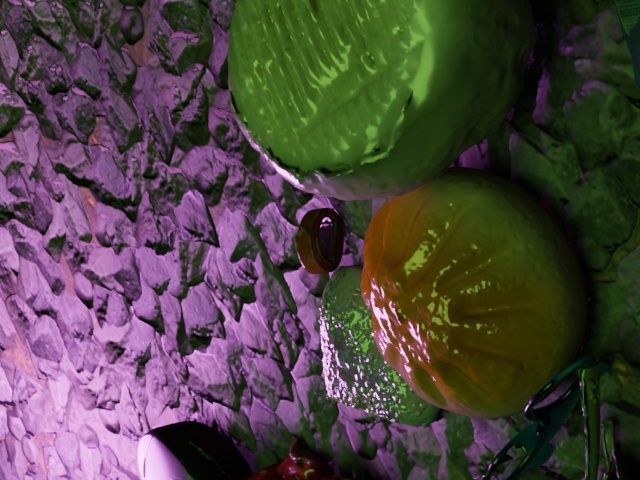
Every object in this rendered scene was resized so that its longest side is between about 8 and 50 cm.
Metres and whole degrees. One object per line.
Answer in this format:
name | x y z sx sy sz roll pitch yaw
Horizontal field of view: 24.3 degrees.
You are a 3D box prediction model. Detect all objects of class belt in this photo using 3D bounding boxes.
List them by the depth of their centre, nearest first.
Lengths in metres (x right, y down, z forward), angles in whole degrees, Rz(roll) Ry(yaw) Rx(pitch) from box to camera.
belt | 0.000 0.000 1.886 0.036 0.059 0.083 -8 78 48

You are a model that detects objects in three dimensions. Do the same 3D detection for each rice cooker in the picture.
rice cooker | -0.184 0.347 2.189 0.203 0.118 0.142 32 126 38

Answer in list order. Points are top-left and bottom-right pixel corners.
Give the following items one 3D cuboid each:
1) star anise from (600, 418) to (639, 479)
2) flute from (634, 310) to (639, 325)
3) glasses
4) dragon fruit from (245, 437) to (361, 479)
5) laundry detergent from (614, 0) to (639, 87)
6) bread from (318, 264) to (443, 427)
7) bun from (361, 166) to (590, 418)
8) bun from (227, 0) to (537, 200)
star anise | 0.344 0.321 1.601 0.230 0.081 0.262 -45 41 47
flute | 0.413 0.134 1.503 0.233 0.027 0.027 37 130 34
glasses | 0.254 0.250 1.596 0.207 0.102 0.239 -99 25 -49
dragon fruit | -0.027 0.383 1.930 0.228 0.286 0.329 -57 45 39
laundry detergent | 0.328 -0.218 1.433 0.097 0.061 0.206 -5 101 47
bread | 0.059 0.148 1.880 0.232 0.064 0.172 59 137 16
bun | 0.146 0.065 1.672 0.299 0.165 0.299 19 116 43
bun | 0.070 -0.213 1.614 0.360 0.211 0.359 3 95 41
